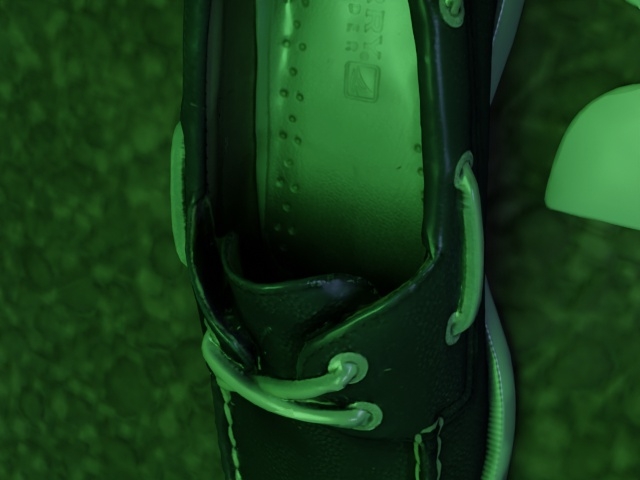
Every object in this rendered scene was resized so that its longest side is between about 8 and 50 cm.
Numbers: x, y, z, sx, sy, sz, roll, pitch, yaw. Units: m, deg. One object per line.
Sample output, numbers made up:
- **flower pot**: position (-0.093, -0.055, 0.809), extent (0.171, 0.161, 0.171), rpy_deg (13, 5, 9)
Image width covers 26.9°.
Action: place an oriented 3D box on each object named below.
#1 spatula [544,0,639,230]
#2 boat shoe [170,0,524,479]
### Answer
- **spatula**: position (0.182, -0.062, 0.339), extent (0.242, 0.019, 0.168), rpy_deg (14, 108, 24)
- **boat shoe**: position (0.000, 0.000, 0.408), extent (0.114, 0.091, 0.303), rpy_deg (7, 105, 26)
